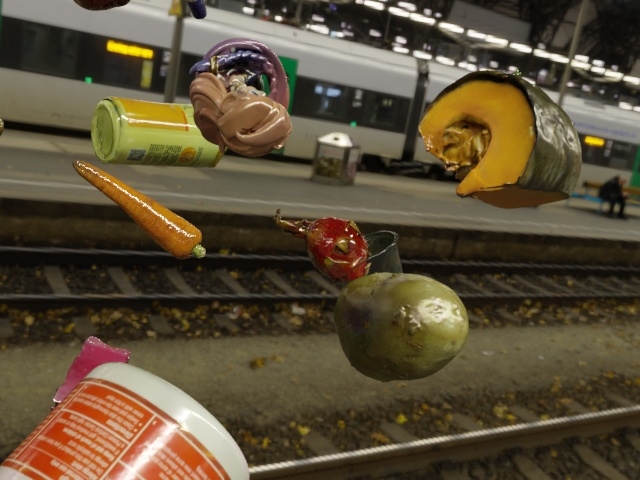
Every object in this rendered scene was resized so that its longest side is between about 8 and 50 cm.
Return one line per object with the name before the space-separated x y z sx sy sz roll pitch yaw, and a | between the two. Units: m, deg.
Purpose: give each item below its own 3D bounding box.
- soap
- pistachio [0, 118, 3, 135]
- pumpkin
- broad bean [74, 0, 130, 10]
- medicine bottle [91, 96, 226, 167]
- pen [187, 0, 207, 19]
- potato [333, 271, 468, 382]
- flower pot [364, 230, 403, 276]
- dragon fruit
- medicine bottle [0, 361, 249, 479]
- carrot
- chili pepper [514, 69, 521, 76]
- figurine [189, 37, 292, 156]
soap | -0.436 0.305 1.231 0.099 0.250 0.162 19 48 -11
pistachio | -0.739 -0.229 1.406 0.100 0.110 0.189 13 -1 -42
pumpkin | 0.376 -0.203 1.357 0.225 0.256 0.303 16 44 -49
broad bean | -0.385 -0.446 1.105 0.085 0.114 0.165 -1 9 14
medicine bottle | -0.279 -0.192 1.188 0.239 0.124 0.124 -5 19 -43
pen | -0.258 -0.501 1.233 0.033 0.033 0.269 12 -13 6
potato | 0.142 0.157 1.219 0.173 0.210 0.307 9 -13 -29
flower pot | 0.130 0.057 1.596 0.158 0.106 0.157 -22 20 8
dragon fruit | 0.000 0.000 1.396 0.246 0.125 0.125 26 -14 24
medicine bottle | -0.248 0.309 0.784 0.253 0.252 0.241 16 47 28
carrot | -0.297 -0.050 1.086 0.257 0.061 0.061 36 8 -11
chili pepper | 0.451 -0.351 1.506 0.027 0.083 0.022 17 -22 -34
figurine | -0.086 -0.139 0.726 0.126 0.114 0.157 42 26 -42
